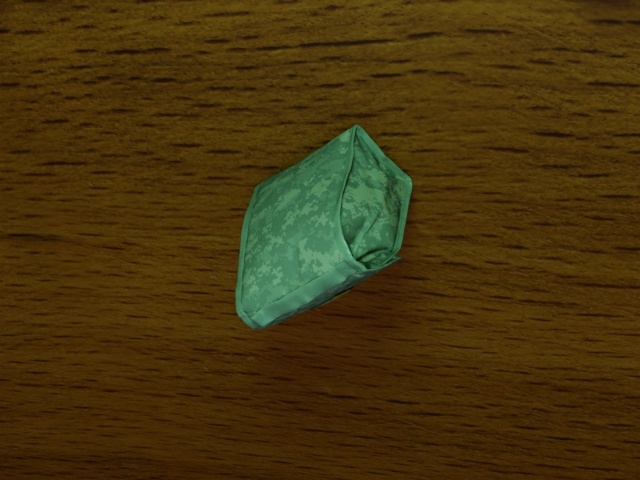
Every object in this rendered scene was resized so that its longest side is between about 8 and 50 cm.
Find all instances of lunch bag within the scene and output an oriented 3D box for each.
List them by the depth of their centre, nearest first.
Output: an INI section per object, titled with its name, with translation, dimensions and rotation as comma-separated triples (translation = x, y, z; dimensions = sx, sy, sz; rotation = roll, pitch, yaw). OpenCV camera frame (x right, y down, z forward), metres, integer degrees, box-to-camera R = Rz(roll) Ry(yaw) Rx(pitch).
[lunch bag]
translation = 0.000, 0.000, 1.472
dimensions = 0.235, 0.287, 0.169
rotation = -29, 121, 33
